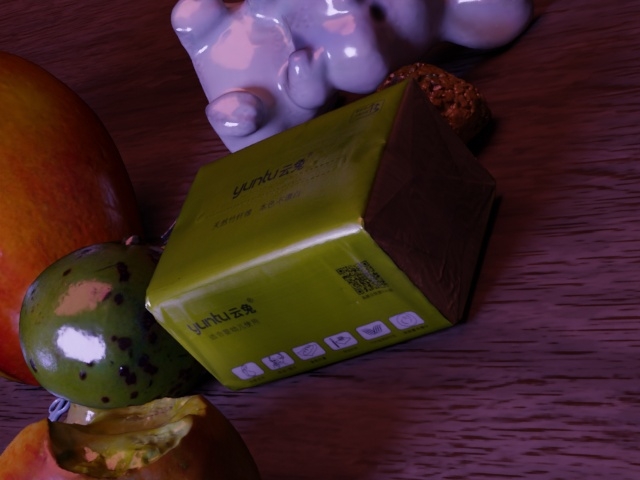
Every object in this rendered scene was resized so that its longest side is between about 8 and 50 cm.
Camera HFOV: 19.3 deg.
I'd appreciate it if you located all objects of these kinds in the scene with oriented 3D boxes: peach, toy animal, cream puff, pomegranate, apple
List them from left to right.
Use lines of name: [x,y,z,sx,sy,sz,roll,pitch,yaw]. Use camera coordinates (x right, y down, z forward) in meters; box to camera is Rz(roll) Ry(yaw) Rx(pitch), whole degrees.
peach: [-0.358,-0.037,2.164,0.242,0.380,0.306,-32,3,20]
pomegranate: [-0.207,0.116,1.888,0.202,0.202,0.247,18,97,59]
apple: [-0.175,0.231,1.606,0.246,0.246,0.226,-47,23,-9]
toy animal: [0.034,-0.230,2.040,0.368,0.241,0.196,-30,73,17]
cream puff: [0.103,-0.125,1.908,0.133,0.104,0.119,-9,36,45]

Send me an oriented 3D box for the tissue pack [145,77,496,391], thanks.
tissue pack: [0.000,0.000,1.787,0.275,0.167,0.200,-19,36,36]

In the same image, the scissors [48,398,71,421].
scissors: [-0.298,0.203,2.055,0.036,0.006,0.083,-13,40,46]

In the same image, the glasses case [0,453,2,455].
glasses case: [-0.344,0.336,1.853,0.125,0.076,0.327,-20,34,39]

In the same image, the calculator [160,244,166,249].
calculator: [-0.193,0.094,2.047,0.157,0.033,0.236,1,53,50]

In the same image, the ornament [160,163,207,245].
ornament: [-0.135,-0.043,2.173,0.073,0.028,0.125,5,55,55]
